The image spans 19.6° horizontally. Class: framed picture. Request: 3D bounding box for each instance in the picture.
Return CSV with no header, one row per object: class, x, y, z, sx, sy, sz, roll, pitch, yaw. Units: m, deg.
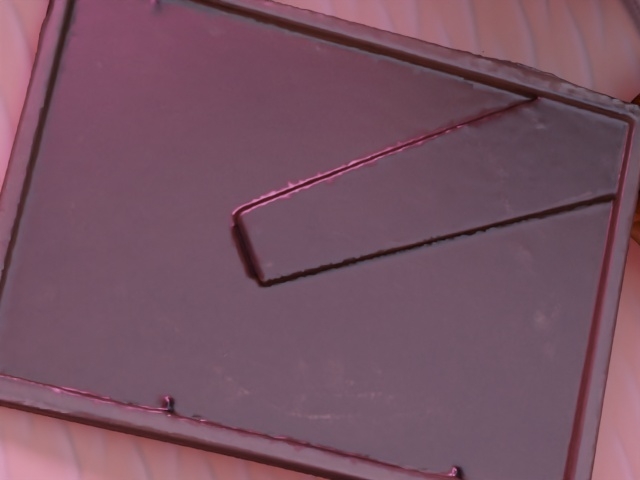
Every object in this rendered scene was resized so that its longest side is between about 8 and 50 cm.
framed picture,0.000,0.000,0.740,0.260,0.023,0.189,14,73,-11

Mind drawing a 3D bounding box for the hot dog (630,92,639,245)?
hot dog,0.277,-0.091,0.852,0.349,0.158,0.117,-43,117,-30
